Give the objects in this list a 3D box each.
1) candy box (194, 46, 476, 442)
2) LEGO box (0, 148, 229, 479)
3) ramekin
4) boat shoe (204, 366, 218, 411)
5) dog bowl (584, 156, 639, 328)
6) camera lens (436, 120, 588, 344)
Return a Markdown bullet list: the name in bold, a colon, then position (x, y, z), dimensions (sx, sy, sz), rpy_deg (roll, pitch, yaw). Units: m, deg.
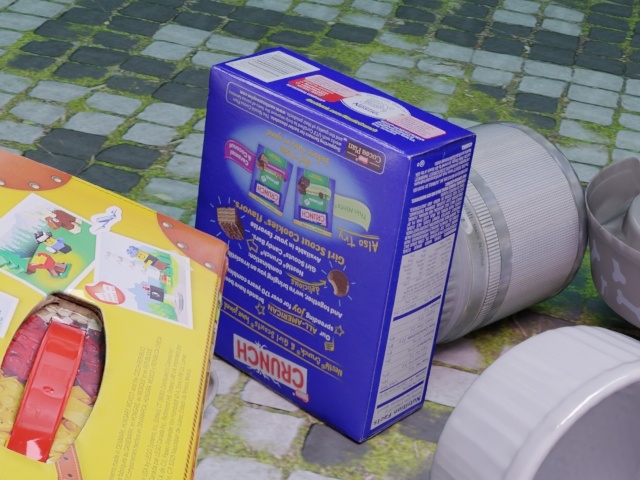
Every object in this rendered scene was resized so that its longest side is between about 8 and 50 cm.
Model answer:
- **candy box**: position (0.000, 0.000, 1.647), dimensions (0.268, 0.317, 0.122), rpy_deg (28, 31, 34)
- **LEGO box**: position (-0.226, 0.223, 0.995), dimensions (0.193, 0.372, 0.500), rpy_deg (22, 23, -9)
- **ramekin**: position (0.224, 0.205, 1.352), dimensions (0.277, 0.277, 0.135), rpy_deg (-8, 23, -29)
- **boat shoe**: position (-0.197, 0.181, 1.459), dimensions (0.156, 0.135, 0.367), rpy_deg (21, 19, 19)
- **dog bowl**: position (0.455, 0.017, 1.770), dimensions (0.349, 0.102, 0.349), rpy_deg (4, 26, -2)
- **camera lens**: position (0.149, -0.008, 1.813), dimensions (0.219, 0.219, 0.274), rpy_deg (29, 33, 37)
